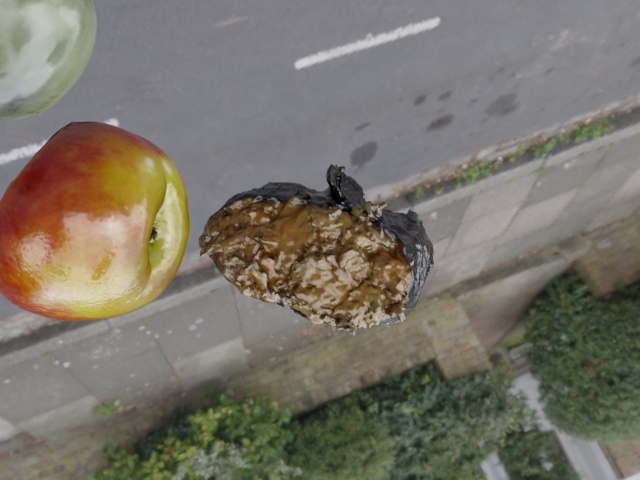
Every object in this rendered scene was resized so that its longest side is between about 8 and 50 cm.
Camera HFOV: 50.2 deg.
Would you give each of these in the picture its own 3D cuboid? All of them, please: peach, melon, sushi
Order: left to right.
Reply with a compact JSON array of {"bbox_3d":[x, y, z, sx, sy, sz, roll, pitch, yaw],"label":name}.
[{"bbox_3d":[-0.498,-0.320,1.066,0.272,0.272,0.308,-3,151,-43],"label":"melon"},{"bbox_3d":[-0.224,-0.017,0.637,0.192,0.190,0.190,4,164,15],"label":"peach"},{"bbox_3d":[0.000,0.000,1.037,0.348,0.234,0.207,15,-172,21],"label":"sushi"}]
